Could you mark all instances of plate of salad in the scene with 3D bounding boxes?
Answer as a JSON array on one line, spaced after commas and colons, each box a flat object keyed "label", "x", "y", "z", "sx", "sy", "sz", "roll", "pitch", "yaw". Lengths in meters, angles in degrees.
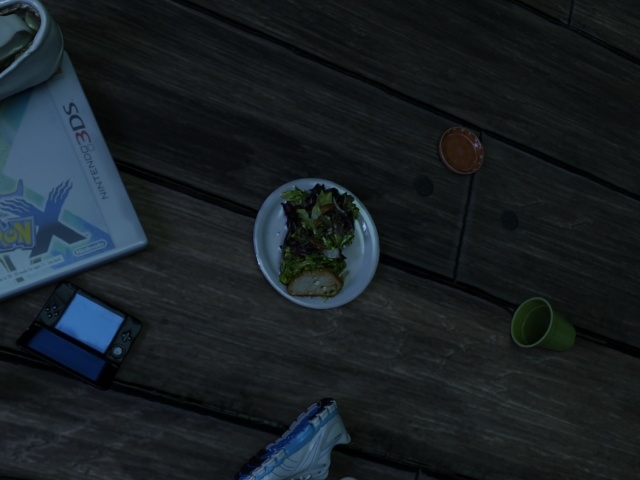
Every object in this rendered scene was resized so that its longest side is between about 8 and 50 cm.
[{"label": "plate of salad", "x": 0.000, "y": 0.000, "z": 1.056, "sx": 0.199, "sy": 0.048, "sz": 0.200, "roll": 5, "pitch": 74, "yaw": -19}]

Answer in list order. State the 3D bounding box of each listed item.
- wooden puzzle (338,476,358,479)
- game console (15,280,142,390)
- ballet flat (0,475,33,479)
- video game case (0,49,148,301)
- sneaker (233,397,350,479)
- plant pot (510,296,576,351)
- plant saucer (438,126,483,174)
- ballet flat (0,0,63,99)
[{"label": "wooden puzzle", "x": 0.079, "y": 0.465, "z": 0.940, "sx": 0.221, "sy": 0.044, "sz": 0.239, "roll": 34, "pitch": 53, "yaw": -10}, {"label": "game console", "x": -0.296, "y": 0.116, "z": 0.898, "sx": 0.122, "sy": 0.071, "sz": 0.107, "roll": 31, "pitch": 67, "yaw": -11}, {"label": "ballet flat", "x": -0.428, "y": 0.300, "z": 0.800, "sx": 0.203, "sy": 0.074, "sz": 0.074, "roll": -25, "pitch": 86, "yaw": -23}, {"label": "video game case", "x": -0.429, "y": -0.071, "z": 0.912, "sx": 0.329, "sy": 0.036, "sz": 0.300, "roll": -22, "pitch": 83, "yaw": -24}, {"label": "sneaker", "x": -0.033, "y": 0.297, "z": 0.954, "sx": 0.190, "sy": 0.071, "sz": 0.083, "roll": -35, "pitch": 96, "yaw": -25}, {"label": "plant pot", "x": 0.363, "y": 0.143, "z": 1.147, "sx": 0.079, "sy": 0.083, "sz": 0.083, "roll": 25, "pitch": 68, "yaw": -26}, {"label": "plant saucer", "x": 0.235, "y": -0.149, "z": 1.205, "sx": 0.083, "sy": 0.013, "sz": 0.083, "roll": 6, "pitch": 74, "yaw": -20}, {"label": "ballet flat", "x": -0.477, "y": -0.174, "z": 0.833, "sx": 0.400, "sy": 0.139, "sz": 0.139, "roll": -42, "pitch": 93, "yaw": -26}]
